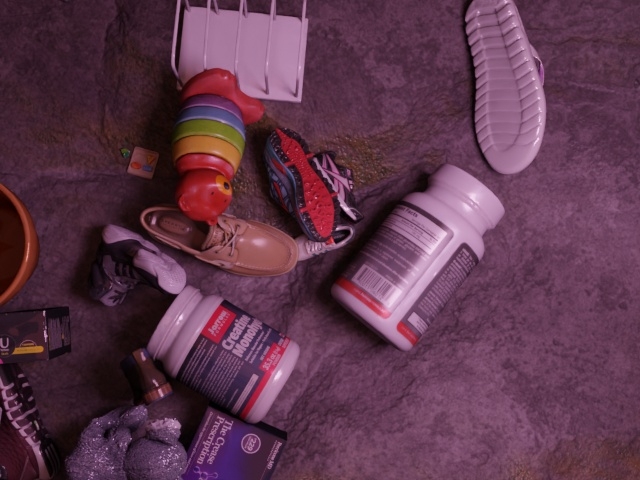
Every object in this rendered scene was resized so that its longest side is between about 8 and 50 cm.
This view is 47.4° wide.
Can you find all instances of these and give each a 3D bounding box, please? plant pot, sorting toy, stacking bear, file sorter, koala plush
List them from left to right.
[{"bbox_3d":[-0.705,0.013,1.482,0.291,0.203,0.290,0,86,-3],"label":"plant pot"},{"bbox_3d":[-0.404,-0.175,1.606,0.083,0.012,0.062,15,85,-2],"label":"sorting toy"},{"bbox_3d":[-0.358,0.435,1.431,0.221,0.203,0.196,-4,87,24],"label":"koala plush"},{"bbox_3d":[-0.230,-0.176,1.498,0.164,0.175,0.289,-11,61,27],"label":"stacking bear"},{"bbox_3d":[-0.170,-0.422,1.557,0.278,0.173,0.192,5,85,-2],"label":"file sorter"}]

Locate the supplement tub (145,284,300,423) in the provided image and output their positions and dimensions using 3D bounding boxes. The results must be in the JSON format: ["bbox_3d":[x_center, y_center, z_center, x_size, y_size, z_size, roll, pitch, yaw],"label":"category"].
[{"bbox_3d":[-0.198,0.231,1.494,0.272,0.191,0.191,31,85,0],"label":"supplement tub"}]

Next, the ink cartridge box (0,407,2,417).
[{"bbox_3d":[-0.708,0.436,1.452,0.060,0.239,0.275,9,90,-34],"label":"ink cartridge box"}]

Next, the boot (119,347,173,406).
[{"bbox_3d":[-0.355,0.272,1.474,0.082,0.219,0.106,-25,88,-25],"label":"boot"}]

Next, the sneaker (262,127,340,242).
[{"bbox_3d":[-0.046,-0.107,1.568,0.104,0.125,0.262,-16,76,-30],"label":"sneaker"}]

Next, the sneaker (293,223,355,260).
[{"bbox_3d":[0.000,0.000,1.579,0.161,0.075,0.057,-18,86,-4],"label":"sneaker"}]

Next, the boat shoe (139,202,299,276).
[{"bbox_3d":[-0.215,0.001,1.542,0.341,0.110,0.121,13,88,2],"label":"boat shoe"}]

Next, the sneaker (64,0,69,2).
[{"bbox_3d":[-0.582,-0.565,1.619,0.083,0.031,0.035,45,85,1],"label":"sneaker"}]

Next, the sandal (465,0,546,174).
[{"bbox_3d":[0.425,-0.354,1.609,0.102,0.169,0.416,-2,84,-43],"label":"sandal"}]

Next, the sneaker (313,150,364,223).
[{"bbox_3d":[0.047,-0.122,1.594,0.077,0.072,0.178,-34,89,-6],"label":"sneaker"}]

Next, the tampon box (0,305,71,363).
[{"bbox_3d":[-0.594,0.193,1.492,0.120,0.161,0.101,-4,87,-2],"label":"tampon box"}]

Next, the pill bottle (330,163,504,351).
[{"bbox_3d":[0.207,0.033,1.519,0.210,0.210,0.363,39,85,1],"label":"pill bottle"}]

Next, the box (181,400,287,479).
[{"bbox_3d":[-0.203,0.493,1.520,0.184,0.103,0.261,24,85,-3],"label":"box"}]

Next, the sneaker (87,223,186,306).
[{"bbox_3d":[-0.387,0.081,1.507,0.268,0.101,0.153,32,96,38],"label":"sneaker"}]

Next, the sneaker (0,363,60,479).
[{"bbox_3d":[-0.668,0.389,1.505,0.162,0.106,0.281,-24,88,-1],"label":"sneaker"}]
